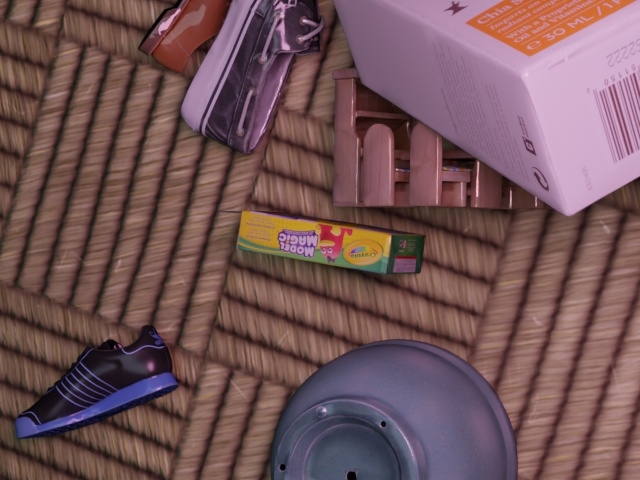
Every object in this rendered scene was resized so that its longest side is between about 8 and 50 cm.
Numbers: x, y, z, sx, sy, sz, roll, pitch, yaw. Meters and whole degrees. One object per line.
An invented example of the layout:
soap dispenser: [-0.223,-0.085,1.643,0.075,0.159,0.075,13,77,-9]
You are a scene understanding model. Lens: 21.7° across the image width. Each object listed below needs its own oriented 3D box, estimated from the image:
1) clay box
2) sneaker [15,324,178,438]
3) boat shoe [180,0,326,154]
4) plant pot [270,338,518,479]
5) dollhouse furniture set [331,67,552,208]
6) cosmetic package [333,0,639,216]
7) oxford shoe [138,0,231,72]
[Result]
clay box: [0.000,0.000,1.998,0.222,0.127,0.053,8,93,22]
sneaker: [-0.294,0.184,2.140,0.232,0.081,0.090,-21,78,13]
boat shoe: [-0.048,-0.260,2.043,0.119,0.121,0.335,32,111,12]
plant pot: [0.062,0.263,1.930,0.293,0.196,0.293,0,89,21]
dollhouse furniture set: [0.130,-0.118,1.909,0.242,0.212,0.161,2,91,49]
cosmetic package: [0.205,-0.212,1.682,0.230,0.453,0.161,-29,120,-12]
oxford shoe: [-0.137,-0.304,2.103,0.076,0.076,0.212,36,101,-12]
